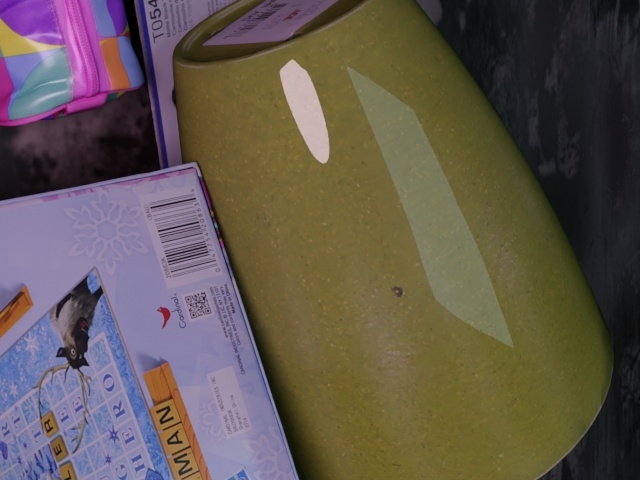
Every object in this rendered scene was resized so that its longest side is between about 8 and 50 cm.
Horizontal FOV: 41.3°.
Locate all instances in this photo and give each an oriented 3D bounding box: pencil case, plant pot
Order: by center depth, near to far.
[{"bbox_3d":[-0.168,-0.183,0.465,0.104,0.104,0.236,-34,123,-43],"label":"pencil case"},{"bbox_3d":[0.024,-0.015,0.560,0.275,0.275,0.293,-48,128,-35],"label":"plant pot"}]

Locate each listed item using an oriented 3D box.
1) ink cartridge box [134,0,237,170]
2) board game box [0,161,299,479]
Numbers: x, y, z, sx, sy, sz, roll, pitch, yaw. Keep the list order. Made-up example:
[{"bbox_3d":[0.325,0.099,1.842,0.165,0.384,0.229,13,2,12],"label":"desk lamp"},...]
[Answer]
[{"bbox_3d":[-0.048,-0.140,0.619,0.224,0.045,0.223,-33,135,-37],"label":"ink cartridge box"},{"bbox_3d":[-0.161,0.145,0.400,0.318,0.066,0.318,-14,83,-33],"label":"board game box"}]
